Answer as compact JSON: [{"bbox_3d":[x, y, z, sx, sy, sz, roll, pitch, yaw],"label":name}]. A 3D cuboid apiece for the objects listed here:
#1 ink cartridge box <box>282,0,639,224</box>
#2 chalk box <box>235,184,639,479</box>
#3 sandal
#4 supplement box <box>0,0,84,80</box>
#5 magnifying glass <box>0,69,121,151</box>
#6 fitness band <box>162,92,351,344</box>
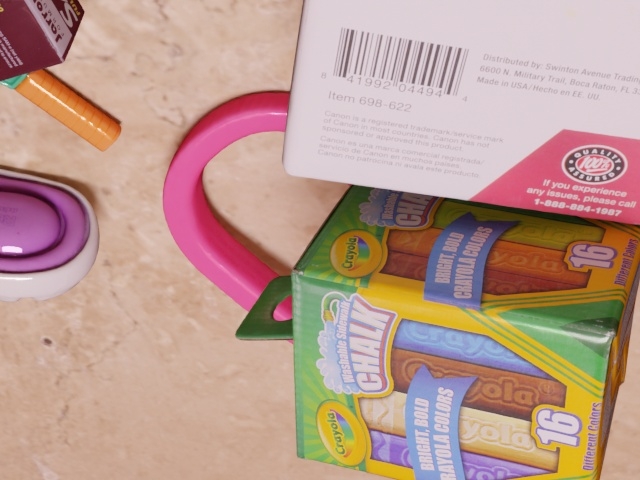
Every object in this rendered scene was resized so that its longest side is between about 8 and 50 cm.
[{"bbox_3d":[0.139,-0.211,0.837,0.279,0.160,0.384,9,136,-3],"label":"ink cartridge box"},{"bbox_3d":[0.082,0.062,0.978,0.289,0.180,0.179,11,125,16],"label":"chalk box"},{"bbox_3d":[-0.394,-0.042,1.091,0.416,0.169,0.102,3,140,-13],"label":"sandal"},{"bbox_3d":[-0.315,-0.172,0.974,0.239,0.073,0.130,-12,131,20],"label":"supplement box"},{"bbox_3d":[-0.262,-0.147,1.057,0.231,0.026,0.092,35,130,-26],"label":"magnifying glass"},{"bbox_3d":[0.000,0.000,1.121,0.291,0.054,0.209,41,126,-17],"label":"fitness band"}]
